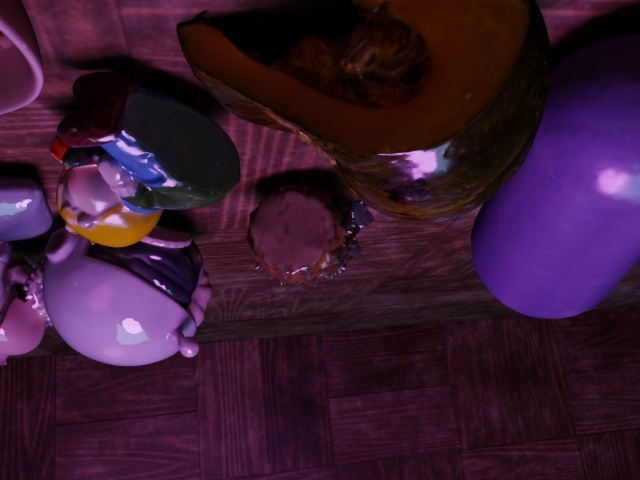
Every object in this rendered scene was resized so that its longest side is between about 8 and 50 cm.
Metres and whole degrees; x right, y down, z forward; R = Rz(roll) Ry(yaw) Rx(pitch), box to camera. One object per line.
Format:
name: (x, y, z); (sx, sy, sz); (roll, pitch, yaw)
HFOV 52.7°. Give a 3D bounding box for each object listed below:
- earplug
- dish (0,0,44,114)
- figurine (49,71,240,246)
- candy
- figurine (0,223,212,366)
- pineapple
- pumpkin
earplug: (0.297, -0.055, 0.727); (0.215, 0.215, 0.456); (-8, 162, 6)
dish: (-0.277, -0.144, 0.376); (0.213, 0.090, 0.213); (-6, 162, -2)
figurine: (-0.212, -0.068, 0.641); (0.234, 0.127, 0.185); (-5, 164, 38)
candy: (-0.412, -0.035, 0.756); (0.174, 0.071, 0.138); (-2, 165, -17)
figurine: (-0.341, 0.089, 0.979); (0.361, 0.211, 0.253); (-7, 165, 9)
pineapple: (0.000, 0.000, 0.961); (0.170, 0.141, 0.310); (-34, 168, 6)
pumpkin: (0.043, -0.144, 0.520); (0.280, 0.190, 0.139); (35, 178, 19)
